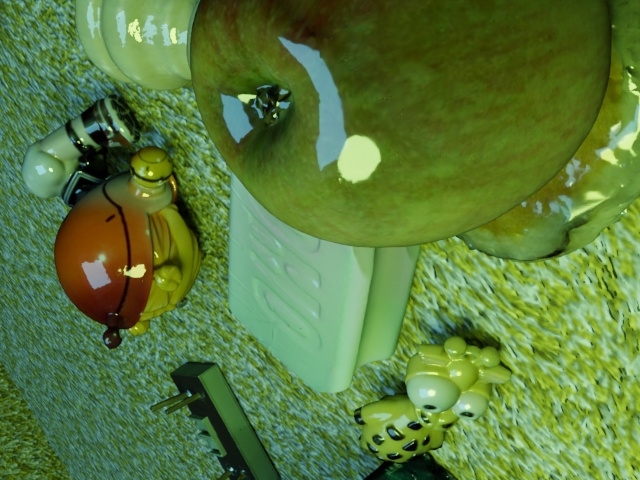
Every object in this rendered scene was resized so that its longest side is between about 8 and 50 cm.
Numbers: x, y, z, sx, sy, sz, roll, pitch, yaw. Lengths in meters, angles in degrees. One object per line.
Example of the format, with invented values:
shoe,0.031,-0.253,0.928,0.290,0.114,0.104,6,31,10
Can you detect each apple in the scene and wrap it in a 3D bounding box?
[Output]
apple,0.047,-0.121,0.634,0.256,0.233,0.257,24,126,39

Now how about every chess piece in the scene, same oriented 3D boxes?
chess piece,-0.097,-0.203,0.974,0.299,0.167,0.167,26,139,34

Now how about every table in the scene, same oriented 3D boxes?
table,-0.190,0.339,1.653,0.121,0.111,0.240,-10,111,58

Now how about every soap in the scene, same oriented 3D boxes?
soap,0.000,0.000,1.060,0.208,0.115,0.347,39,145,25

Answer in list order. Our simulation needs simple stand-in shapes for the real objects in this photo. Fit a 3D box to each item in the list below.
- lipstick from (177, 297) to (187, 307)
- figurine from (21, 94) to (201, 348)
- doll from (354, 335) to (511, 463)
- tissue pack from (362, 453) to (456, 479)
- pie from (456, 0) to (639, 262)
lipstick,-0.255,0.076,1.583,0.094,0.019,0.019,41,146,24
figurine,-0.297,-0.013,1.384,0.323,0.196,0.320,59,145,15
doll,0.120,0.189,1.105,0.117,0.086,0.291,15,147,-11
tissue pack,0.039,0.494,1.193,0.253,0.416,0.264,42,149,26
pie,0.132,-0.141,0.782,0.339,0.077,0.339,33,137,38
